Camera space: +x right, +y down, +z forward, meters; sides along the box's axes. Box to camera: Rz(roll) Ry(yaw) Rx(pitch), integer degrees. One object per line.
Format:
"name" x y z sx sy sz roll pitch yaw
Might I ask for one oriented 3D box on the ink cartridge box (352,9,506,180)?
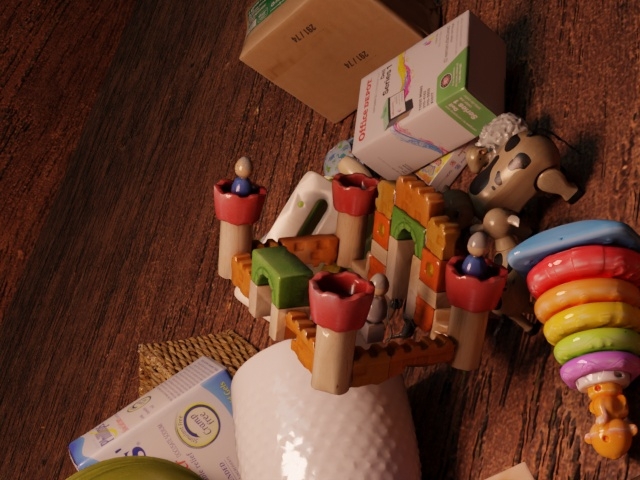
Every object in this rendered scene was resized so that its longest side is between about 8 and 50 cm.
"ink cartridge box" 0.198 -0.260 1.767 0.278 0.117 0.201 -27 42 41

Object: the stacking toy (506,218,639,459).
"stacking toy" 0.366 0.139 1.263 0.175 0.166 0.301 -18 59 27

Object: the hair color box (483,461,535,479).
"hair color box" 0.149 0.435 1.192 0.339 0.110 0.185 -23 36 -1

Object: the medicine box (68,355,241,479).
"medicine box" -0.234 0.390 1.641 0.289 0.263 0.149 -33 12 -17

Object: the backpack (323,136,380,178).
"backpack" 0.060 -0.160 1.999 0.105 0.084 0.114 -39 33 26

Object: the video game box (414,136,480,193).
"video game box" 0.233 -0.206 1.830 0.187 0.048 0.205 -55 31 10

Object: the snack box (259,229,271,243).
"snack box" -0.092 0.016 2.105 0.141 0.037 0.100 -39 35 29

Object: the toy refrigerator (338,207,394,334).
"toy refrigerator" 0.098 0.054 1.747 0.102 0.094 0.269 18 79 58

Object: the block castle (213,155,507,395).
"block castle" 0.044 0.020 1.437 0.453 0.303 0.212 -138 49 -56

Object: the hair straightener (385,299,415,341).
"hair straightener" 0.150 0.066 1.667 0.047 0.089 0.230 3 66 54

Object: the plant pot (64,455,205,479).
"plant pot" -0.223 0.486 1.328 0.353 0.366 0.366 -26 41 63

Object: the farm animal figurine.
"farm animal figurine" 0.271 -0.042 1.507 0.326 0.172 0.330 -55 31 5

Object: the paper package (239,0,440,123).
"paper package" 0.038 -0.457 2.073 0.325 0.309 0.168 -33 39 38

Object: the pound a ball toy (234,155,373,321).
"pound a ball toy" 0.000 0.000 1.786 0.319 0.136 0.208 -58 -12 8

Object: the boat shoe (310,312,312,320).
"boat shoe" -0.012 0.093 1.877 0.258 0.084 0.095 -39 36 29

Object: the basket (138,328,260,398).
"basket" -0.227 0.333 1.966 0.299 0.223 0.213 24 117 59

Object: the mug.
"mug" -0.008 0.375 1.464 0.374 0.276 0.328 -48 39 39

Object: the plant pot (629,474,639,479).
"plant pot" 0.391 0.325 1.016 0.230 0.215 0.215 -32 37 60
